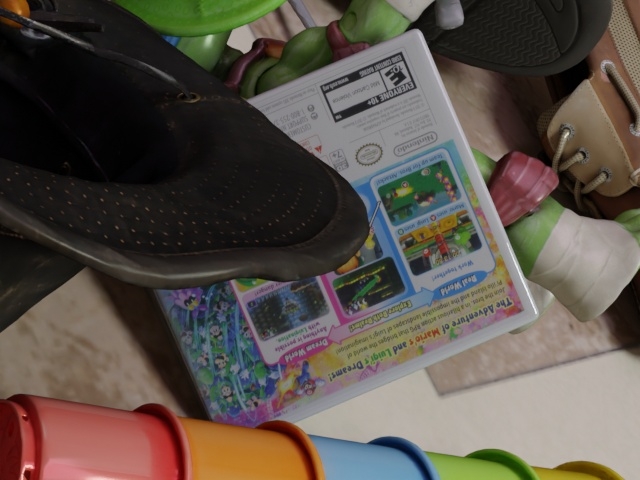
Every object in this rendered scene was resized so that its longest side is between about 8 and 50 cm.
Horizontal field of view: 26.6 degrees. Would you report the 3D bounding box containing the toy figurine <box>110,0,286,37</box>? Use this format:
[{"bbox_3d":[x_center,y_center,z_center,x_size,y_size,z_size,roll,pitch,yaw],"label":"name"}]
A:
[{"bbox_3d":[-0.093,-0.192,0.605,0.130,0.173,0.159,-68,151,-20],"label":"toy figurine"}]

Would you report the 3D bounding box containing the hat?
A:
[{"bbox_3d":[-0.153,-0.034,0.489,0.331,0.134,0.331,29,13,-7],"label":"hat"}]

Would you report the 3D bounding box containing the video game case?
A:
[{"bbox_3d":[0.000,0.000,0.614,0.019,0.157,0.143,-125,-168,-87],"label":"video game case"}]

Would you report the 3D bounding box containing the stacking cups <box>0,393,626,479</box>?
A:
[{"bbox_3d":[0.006,0.127,0.574,0.316,0.096,0.096,13,50,-36],"label":"stacking cups"}]

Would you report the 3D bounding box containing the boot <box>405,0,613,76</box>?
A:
[{"bbox_3d":[0.045,-0.294,0.935,0.377,0.138,0.284,28,40,-9],"label":"boot"}]

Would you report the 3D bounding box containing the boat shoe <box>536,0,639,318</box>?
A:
[{"bbox_3d":[0.207,-0.064,0.944,0.116,0.123,0.324,-2,62,-7],"label":"boat shoe"}]

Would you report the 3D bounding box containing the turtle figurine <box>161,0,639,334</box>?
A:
[{"bbox_3d":[0.057,-0.088,0.719,0.266,0.198,0.275,38,41,-8],"label":"turtle figurine"}]
